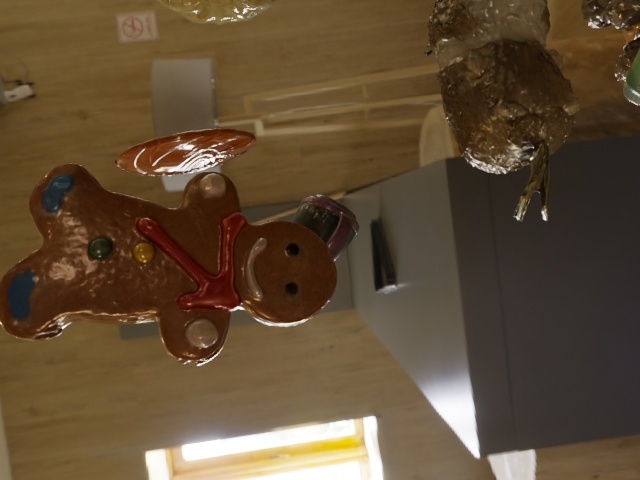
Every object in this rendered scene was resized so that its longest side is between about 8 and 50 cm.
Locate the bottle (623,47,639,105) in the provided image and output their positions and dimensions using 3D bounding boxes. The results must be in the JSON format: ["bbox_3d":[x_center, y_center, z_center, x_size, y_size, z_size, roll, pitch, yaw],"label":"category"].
[{"bbox_3d":[0.225,-0.125,0.376,0.083,0.030,0.030,83,178,-59],"label":"bottle"}]

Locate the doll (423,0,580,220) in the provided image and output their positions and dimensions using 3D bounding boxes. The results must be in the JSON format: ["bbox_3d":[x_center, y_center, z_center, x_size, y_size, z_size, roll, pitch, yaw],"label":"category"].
[{"bbox_3d":[0.161,-0.121,0.491,0.115,0.105,0.221,128,128,-63],"label":"doll"}]

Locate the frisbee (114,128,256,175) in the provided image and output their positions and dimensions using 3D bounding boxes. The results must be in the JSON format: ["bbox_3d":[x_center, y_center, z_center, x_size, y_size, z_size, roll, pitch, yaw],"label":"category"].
[{"bbox_3d":[-0.180,-0.112,0.794,0.192,0.192,0.035,160,99,-86],"label":"frisbee"}]

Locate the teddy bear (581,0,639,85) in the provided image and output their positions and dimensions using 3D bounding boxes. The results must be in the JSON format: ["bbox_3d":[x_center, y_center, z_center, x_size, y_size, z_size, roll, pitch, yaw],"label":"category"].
[{"bbox_3d":[0.380,-0.274,0.679,0.177,0.140,0.190,-11,-115,-57],"label":"teddy bear"}]

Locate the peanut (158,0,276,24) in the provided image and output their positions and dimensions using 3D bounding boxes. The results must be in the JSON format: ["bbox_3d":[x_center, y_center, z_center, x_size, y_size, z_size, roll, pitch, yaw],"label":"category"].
[{"bbox_3d":[-0.095,-0.219,0.436,0.194,0.083,0.093,40,105,38],"label":"peanut"}]

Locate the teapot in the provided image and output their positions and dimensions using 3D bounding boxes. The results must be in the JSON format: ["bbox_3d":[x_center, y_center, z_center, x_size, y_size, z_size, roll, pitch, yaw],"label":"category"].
[{"bbox_3d":[0.004,0.004,1.027,0.116,0.148,0.146,40,-105,-48],"label":"teapot"}]

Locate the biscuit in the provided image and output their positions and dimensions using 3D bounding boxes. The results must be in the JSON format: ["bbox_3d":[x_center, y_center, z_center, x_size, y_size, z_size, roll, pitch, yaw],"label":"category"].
[{"bbox_3d":[-0.138,0.018,0.589,0.049,0.324,0.205,132,147,-67],"label":"biscuit"}]
